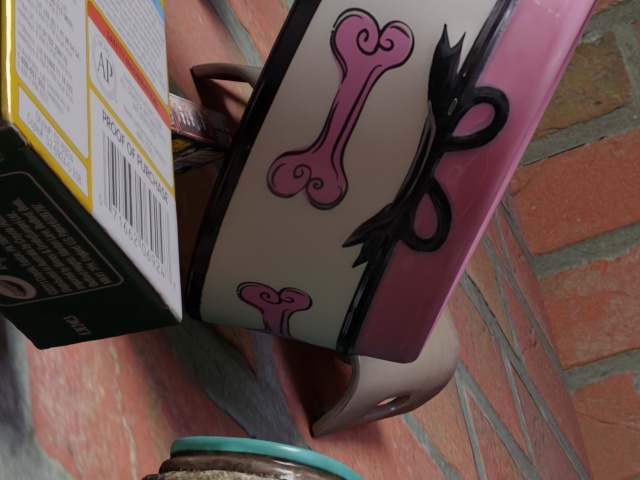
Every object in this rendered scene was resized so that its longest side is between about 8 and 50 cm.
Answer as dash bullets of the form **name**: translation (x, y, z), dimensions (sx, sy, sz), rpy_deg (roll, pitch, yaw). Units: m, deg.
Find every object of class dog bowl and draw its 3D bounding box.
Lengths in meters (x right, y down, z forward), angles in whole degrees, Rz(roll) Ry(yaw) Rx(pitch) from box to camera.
- **dog bowl**: translation (0.070, -0.100, 1.228), dimensions (0.150, 0.408, 0.408), rpy_deg (26, 11, 5)

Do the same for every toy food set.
- **toy food set**: translation (0.000, 0.000, 1.545), dimensions (0.220, 0.092, 0.306), rpy_deg (-1, 70, -65)

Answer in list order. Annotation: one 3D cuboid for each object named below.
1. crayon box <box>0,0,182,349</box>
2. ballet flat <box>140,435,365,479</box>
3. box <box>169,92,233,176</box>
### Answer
- **crayon box**: translation (-0.143, -0.136, 0.905), dimensions (0.203, 0.083, 0.323), rpy_deg (57, 25, -59)
- **ballet flat**: translation (0.021, 0.224, 1.140), dimensions (0.483, 0.164, 0.182), rpy_deg (24, 68, -66)
- **box**: translation (-0.110, -0.051, 1.066), dimensions (0.137, 0.094, 0.027), rpy_deg (13, 58, -77)
